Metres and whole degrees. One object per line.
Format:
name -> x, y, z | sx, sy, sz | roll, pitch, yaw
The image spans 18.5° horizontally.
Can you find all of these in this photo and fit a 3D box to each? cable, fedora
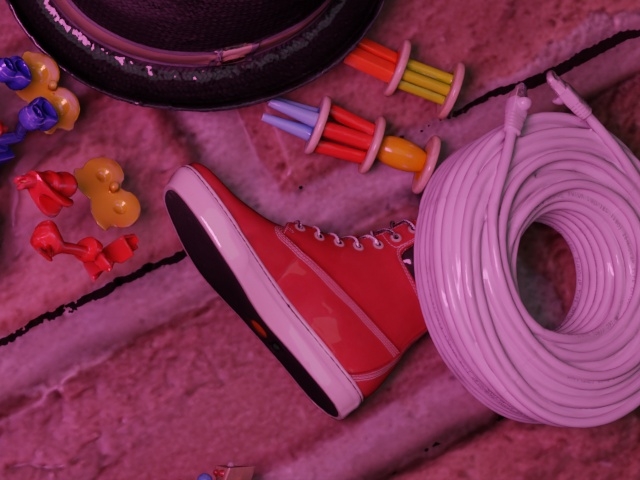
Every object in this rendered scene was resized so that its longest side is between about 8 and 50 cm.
cable -> 0.189, 0.025, 1.615 | 0.257, 0.089, 0.257 | 41, 63, -22
fedora -> -0.090, -0.258, 1.543 | 0.334, 0.152, 0.334 | 1, 85, -12

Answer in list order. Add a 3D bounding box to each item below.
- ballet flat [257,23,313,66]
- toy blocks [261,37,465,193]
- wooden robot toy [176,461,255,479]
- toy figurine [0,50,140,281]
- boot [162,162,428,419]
ballet flat -> -0.013, -0.253, 1.659 | 0.084, 0.058, 0.249 | 22, 77, -8
toy blocks -> 0.035, -0.120, 1.652 | 0.148, 0.054, 0.123 | 20, 78, -9
wooden robot toy -> -0.128, 0.230, 1.564 | 0.079, 0.076, 0.173 | 34, 86, 40
toy figurine -> -0.329, -0.081, 1.499 | 0.217, 0.191, 0.362 | -34, 87, 20
boot -> 0.000, 0.000, 1.612 | 0.176, 0.088, 0.244 | -43, 100, -16
